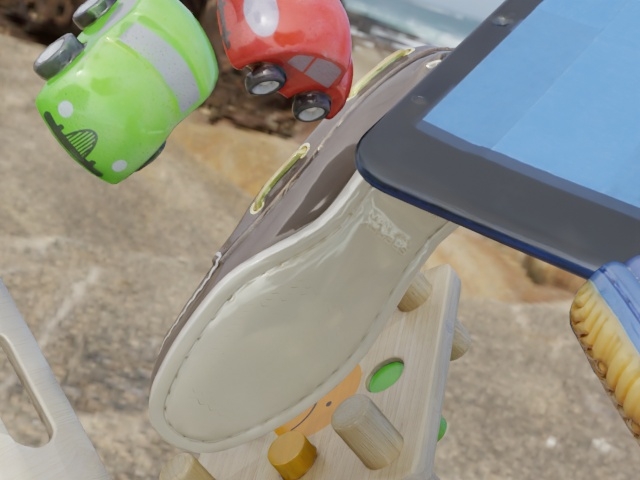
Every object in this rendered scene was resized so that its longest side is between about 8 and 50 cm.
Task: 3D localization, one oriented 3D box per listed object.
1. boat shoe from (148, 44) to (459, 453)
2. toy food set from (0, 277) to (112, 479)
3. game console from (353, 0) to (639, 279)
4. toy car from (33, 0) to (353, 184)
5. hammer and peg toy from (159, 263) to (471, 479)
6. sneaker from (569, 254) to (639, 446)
[{"bbox_3d":[0.000,0.000,0.745,0.116,0.324,0.097,41,0,-33],"label":"boat shoe"},{"bbox_3d":[-0.243,0.170,0.621,0.092,0.306,0.219,9,41,-56],"label":"toy food set"},{"bbox_3d":[0.198,-0.110,0.502,0.173,0.250,0.293,44,55,0],"label":"game console"},{"bbox_3d":[-0.061,-0.111,0.512,0.239,0.053,0.225,50,33,-26],"label":"toy car"},{"bbox_3d":[0.007,0.116,1.025,0.127,0.266,0.361,51,32,-26],"label":"hammer and peg toy"},{"bbox_3d":[0.212,0.097,0.351,0.296,0.131,0.112,46,10,5],"label":"sneaker"}]
